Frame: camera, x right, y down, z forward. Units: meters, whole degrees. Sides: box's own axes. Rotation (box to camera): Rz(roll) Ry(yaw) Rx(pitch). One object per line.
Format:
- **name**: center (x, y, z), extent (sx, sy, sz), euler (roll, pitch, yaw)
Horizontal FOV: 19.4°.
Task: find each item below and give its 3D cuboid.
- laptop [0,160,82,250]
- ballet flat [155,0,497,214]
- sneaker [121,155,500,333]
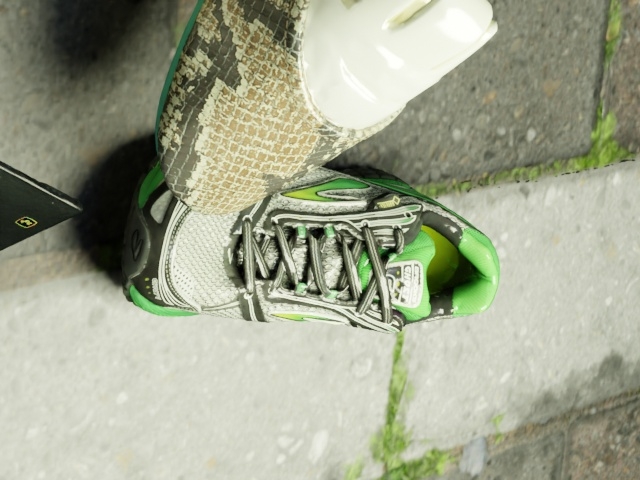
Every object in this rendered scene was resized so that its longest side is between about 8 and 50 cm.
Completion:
- **laptop**: center (-0.307, 0.038, 1.054), extent (0.234, 0.264, 0.137), euler (30, 45, -48)
- **ballet flat**: center (0.070, -0.218, 1.189), extent (0.164, 0.182, 0.483), euler (43, 73, -46)
- **sneaker**: center (0.000, 0.000, 1.354), extent (0.343, 0.146, 0.134), euler (-2, 105, -45)
